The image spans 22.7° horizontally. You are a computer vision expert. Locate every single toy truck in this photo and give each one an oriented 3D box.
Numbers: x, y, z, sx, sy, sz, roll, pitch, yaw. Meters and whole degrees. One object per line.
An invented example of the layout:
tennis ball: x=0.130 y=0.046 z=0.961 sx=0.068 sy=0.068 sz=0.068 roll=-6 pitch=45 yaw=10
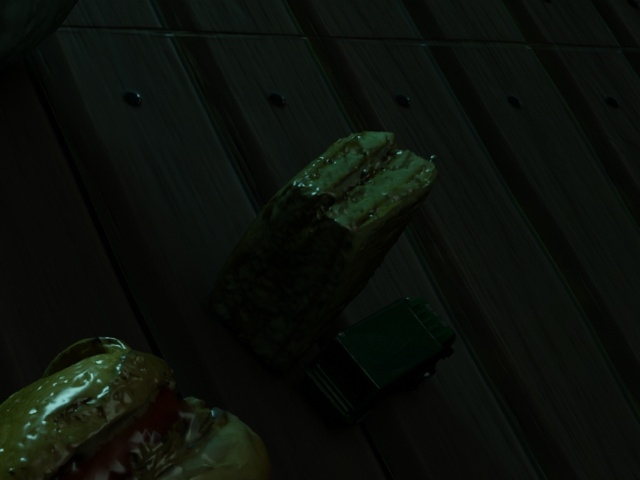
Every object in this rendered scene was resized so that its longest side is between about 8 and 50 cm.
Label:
toy truck: x=0.052 y=0.098 z=1.345 sx=0.065 sy=0.079 sz=0.147 roll=50 pitch=39 yaw=13

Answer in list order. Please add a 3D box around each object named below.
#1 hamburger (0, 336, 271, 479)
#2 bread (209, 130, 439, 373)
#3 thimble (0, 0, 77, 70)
hamburger: x=-0.155 y=0.175 z=0.998 sx=0.163 sy=0.244 sz=0.244 roll=49 pitch=39 yaw=-9
bread: x=0.000 y=0.000 z=1.306 sx=0.102 sy=0.196 sz=0.138 roll=39 pitch=44 yaw=4
thimble: x=-0.289 y=-0.262 z=1.294 sx=0.205 sy=0.250 sz=0.172 roll=5 pitch=30 yaw=24
